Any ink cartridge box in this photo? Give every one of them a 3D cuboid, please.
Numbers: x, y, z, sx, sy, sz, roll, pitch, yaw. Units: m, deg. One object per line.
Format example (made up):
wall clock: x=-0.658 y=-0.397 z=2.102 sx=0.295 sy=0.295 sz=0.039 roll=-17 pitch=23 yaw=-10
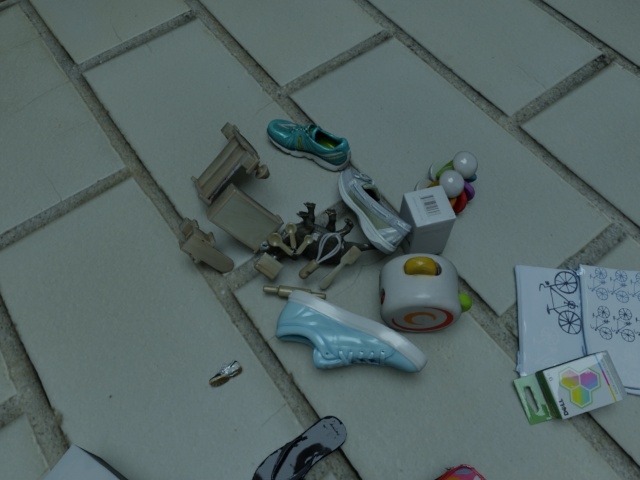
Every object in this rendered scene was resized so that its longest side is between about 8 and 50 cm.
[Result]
ink cartridge box: x=0.558 y=0.332 z=1.209 sx=0.209 sy=0.062 sz=0.109 roll=-18 pitch=73 yaw=1

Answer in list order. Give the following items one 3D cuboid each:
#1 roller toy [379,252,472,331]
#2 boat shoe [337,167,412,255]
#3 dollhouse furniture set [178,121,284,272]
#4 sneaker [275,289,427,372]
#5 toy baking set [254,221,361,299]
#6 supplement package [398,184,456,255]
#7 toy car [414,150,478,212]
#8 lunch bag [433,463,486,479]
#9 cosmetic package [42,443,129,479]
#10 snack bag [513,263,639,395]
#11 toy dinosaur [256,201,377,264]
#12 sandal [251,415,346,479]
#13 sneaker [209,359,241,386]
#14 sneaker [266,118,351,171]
roller toy: x=0.233 y=0.121 z=1.287 sx=0.209 sy=0.191 sz=0.146 roll=27 pitch=51 yaw=-35
boat shoe: x=0.139 y=-0.096 z=1.420 sx=0.103 sy=0.118 sz=0.320 roll=-45 pitch=39 yaw=19
dollhouse furniture set: x=-0.257 y=-0.120 z=1.514 sx=0.303 sy=0.174 sz=0.355 roll=-46 pitch=35 yaw=9
sneaker: x=0.060 y=0.252 z=1.265 sx=0.366 sy=0.135 sz=0.150 roll=21 pitch=70 yaw=22
toy baking set: x=-0.035 y=0.062 z=1.353 sx=0.256 sy=0.197 sz=0.030 roll=12 pitch=17 yaw=-4
supplement package: x=0.267 y=-0.042 z=1.387 sx=0.105 sy=0.179 sz=0.105 roll=-14 pitch=61 yaw=-7
toy car: x=0.363 y=-0.149 z=1.483 sx=0.136 sy=0.159 sz=0.182 roll=45 pitch=65 yaw=-14
lunch bag: x=0.313 y=0.600 z=1.054 sx=0.258 sy=0.120 sz=0.293 roll=-32 pitch=64 yaw=-17
cosmetic package: x=-0.395 y=0.603 z=1.046 sx=0.385 sy=0.156 sz=0.217 roll=27 pitch=62 yaw=14
snack bag: x=0.649 y=0.202 z=1.322 sx=0.342 sy=0.037 sz=0.323 roll=7 pitch=61 yaw=5
toy dinosaur: x=0.000 y=0.000 z=1.411 sx=0.313 sy=0.160 sz=0.121 roll=10 pitch=26 yaw=-7
sandal: x=-0.053 y=0.475 z=1.171 sx=0.254 sy=0.054 sz=0.097 roll=-40 pitch=67 yaw=-19
sneaker: x=-0.230 y=0.316 z=1.285 sx=0.083 sy=0.032 sz=0.037 roll=-26 pitch=49 yaw=-18
sneaker: x=-0.032 y=-0.305 z=1.587 sx=0.275 sy=0.110 sz=0.107 roll=22 pitch=63 yaw=14
